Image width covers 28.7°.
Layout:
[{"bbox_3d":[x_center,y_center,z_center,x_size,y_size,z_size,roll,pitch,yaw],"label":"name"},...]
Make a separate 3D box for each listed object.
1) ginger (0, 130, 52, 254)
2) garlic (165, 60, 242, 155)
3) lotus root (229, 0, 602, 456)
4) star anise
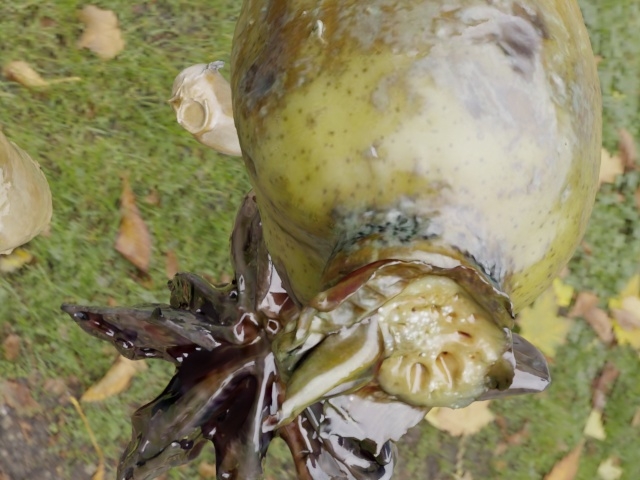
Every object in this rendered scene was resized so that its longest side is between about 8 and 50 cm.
[{"bbox_3d":[-0.354,-0.074,1.141,0.138,0.152,0.267,-38,133,4],"label":"ginger"},{"bbox_3d":[-0.100,-0.117,1.204,0.152,0.066,0.084,30,44,-56],"label":"garlic"},{"bbox_3d":[0.037,-0.036,0.475,0.154,0.278,0.154,2,133,2],"label":"lotus root"},{"bbox_3d":[-0.009,0.047,0.671,0.283,0.212,0.129,-46,161,28],"label":"star anise"}]
